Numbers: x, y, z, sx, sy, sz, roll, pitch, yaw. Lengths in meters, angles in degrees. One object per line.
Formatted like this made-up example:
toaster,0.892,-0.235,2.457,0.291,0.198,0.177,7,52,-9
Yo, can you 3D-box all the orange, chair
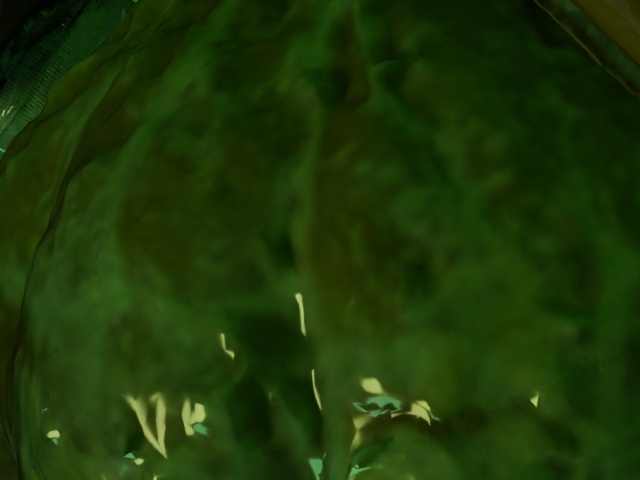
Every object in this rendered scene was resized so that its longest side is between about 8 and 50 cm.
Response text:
orange,-0.008,0.035,0.623,0.210,0.271,0.368,-12,-166,-22
chair,-0.193,-0.125,1.180,0.319,0.160,0.186,37,178,-11

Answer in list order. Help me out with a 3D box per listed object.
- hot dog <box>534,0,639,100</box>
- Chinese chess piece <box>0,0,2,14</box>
hot dog,0.074,-0.050,0.335,0.249,0.068,0.100,36,177,-30
Chinese chess piece,-0.259,-0.128,0.874,0.104,0.257,0.257,9,165,28
